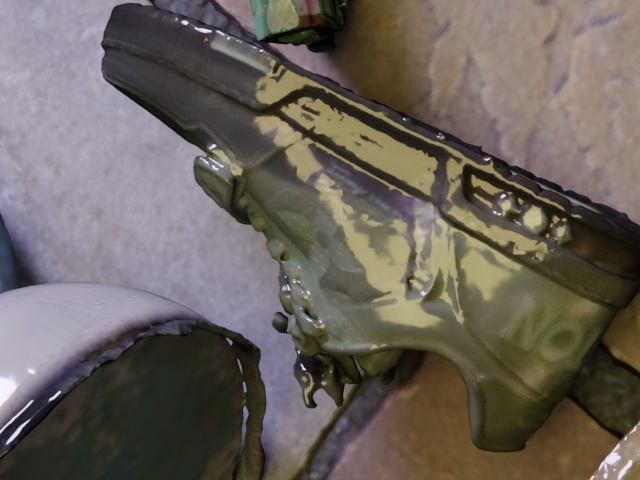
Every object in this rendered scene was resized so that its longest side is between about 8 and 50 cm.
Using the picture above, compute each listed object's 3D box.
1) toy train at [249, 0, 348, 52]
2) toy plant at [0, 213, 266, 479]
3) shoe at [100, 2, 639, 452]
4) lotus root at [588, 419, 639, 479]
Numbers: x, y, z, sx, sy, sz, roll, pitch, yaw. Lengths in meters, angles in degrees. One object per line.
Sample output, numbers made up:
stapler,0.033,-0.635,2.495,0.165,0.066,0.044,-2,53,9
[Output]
toy train,-0.017,-0.166,0.844,0.038,0.071,0.148,-12,87,22
toy plant,-0.222,0.076,0.874,0.332,0.247,0.247,28,102,27
shoe,0.001,0.001,0.818,0.293,0.109,0.149,25,97,18
lotus root,0.213,0.120,0.738,0.135,0.095,0.159,-47,62,-5
